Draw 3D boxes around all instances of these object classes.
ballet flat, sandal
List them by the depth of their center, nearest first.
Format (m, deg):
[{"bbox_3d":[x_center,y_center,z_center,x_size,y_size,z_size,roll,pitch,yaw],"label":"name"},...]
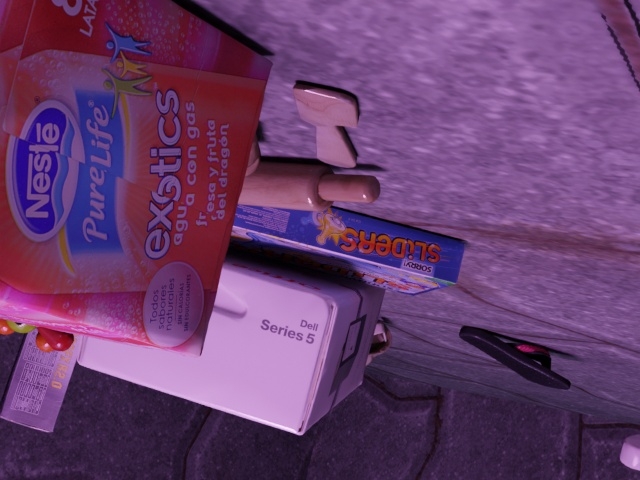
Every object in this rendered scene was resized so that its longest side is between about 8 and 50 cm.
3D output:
[{"bbox_3d":[0.266,0.149,1.512,0.179,0.040,0.067,31,161,-17],"label":"sandal"},{"bbox_3d":[0.044,0.127,1.604,0.086,0.086,0.248,10,173,21],"label":"ballet flat"}]

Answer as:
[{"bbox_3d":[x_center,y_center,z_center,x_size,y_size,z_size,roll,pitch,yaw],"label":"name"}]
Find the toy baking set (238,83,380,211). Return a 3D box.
[{"bbox_3d":[-0.062,-0.055,0.662,0.256,0.030,0.196,7,170,35],"label":"toy baking set"}]

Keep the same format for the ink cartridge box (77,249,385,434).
[{"bbox_3d":[-0.065,0.069,1.010,0.198,0.115,0.273,15,-176,11],"label":"ink cartridge box"}]

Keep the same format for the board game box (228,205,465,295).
[{"bbox_3d":[0.000,0.000,0.914,0.201,0.035,0.136,14,172,-7],"label":"board game box"}]

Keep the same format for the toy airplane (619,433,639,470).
[{"bbox_3d":[0.497,0.234,1.108,0.384,0.272,0.386,24,-153,-5],"label":"toy airplane"}]

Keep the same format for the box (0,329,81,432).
[{"bbox_3d":[-0.276,0.079,1.205,0.056,0.231,0.183,19,170,-14],"label":"box"}]

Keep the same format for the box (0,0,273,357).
[{"bbox_3d":[-0.194,-0.047,0.532,0.300,0.142,0.154,7,169,37],"label":"box"}]

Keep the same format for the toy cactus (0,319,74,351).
[{"bbox_3d":[-0.276,0.001,0.987,0.180,0.112,0.219,24,-148,-22],"label":"toy cactus"}]
